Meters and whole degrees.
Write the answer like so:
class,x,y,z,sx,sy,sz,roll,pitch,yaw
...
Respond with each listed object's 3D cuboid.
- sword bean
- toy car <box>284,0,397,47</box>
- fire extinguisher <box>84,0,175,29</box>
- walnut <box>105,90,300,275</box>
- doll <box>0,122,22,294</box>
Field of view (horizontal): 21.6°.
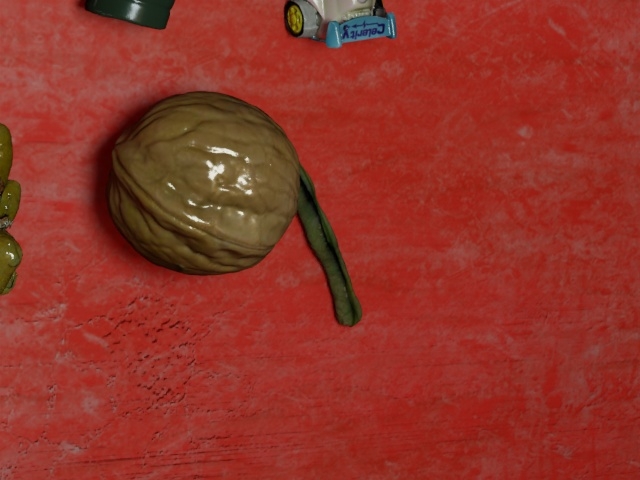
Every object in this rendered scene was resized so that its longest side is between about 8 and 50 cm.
class,x,y,z,sx,sy,sz,roll,pitch,yaw
sword bean,0.000,0.000,2.130,0.043,0.038,0.269,-38,124,-24
toy car,0.033,-0.311,2.009,0.126,0.098,0.161,-12,113,-32
fire extinguisher,-0.170,-0.391,1.857,0.114,0.095,0.311,-9,117,-71
walnut,-0.137,-0.065,1.917,0.228,0.228,0.228,-11,111,-30
doll,-0.370,-0.023,1.838,0.137,0.097,0.209,-20,117,-54
